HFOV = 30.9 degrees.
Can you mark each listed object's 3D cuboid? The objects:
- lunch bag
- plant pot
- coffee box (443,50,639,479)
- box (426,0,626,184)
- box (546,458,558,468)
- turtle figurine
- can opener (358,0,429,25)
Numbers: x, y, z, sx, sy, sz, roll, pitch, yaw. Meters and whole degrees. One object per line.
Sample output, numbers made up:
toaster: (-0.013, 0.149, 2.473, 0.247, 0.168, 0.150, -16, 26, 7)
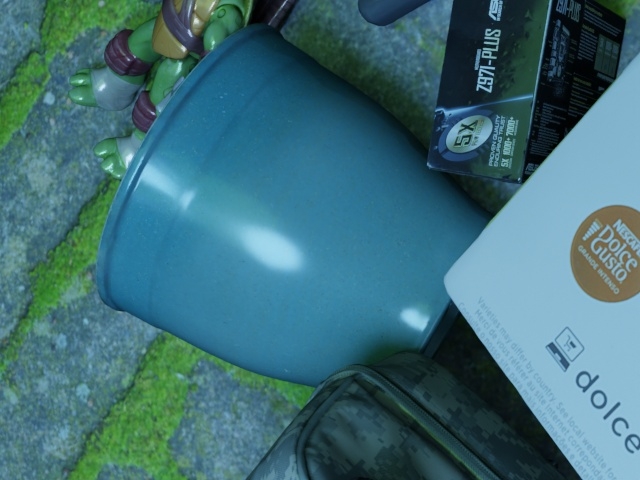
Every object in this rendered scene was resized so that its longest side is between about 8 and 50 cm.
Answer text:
lunch bag: (-0.002, 0.246, 0.754, 0.212, 0.256, 0.305, 44, 112, 21)
plant pot: (0.000, 0.000, 0.955, 0.255, 0.271, 0.272, 30, 105, 11)
coffee box: (0.346, 0.038, 0.630, 0.334, 0.338, 0.338, -51, 55, 24)
box: (0.162, -0.116, 0.891, 0.077, 0.180, 0.147, 12, 96, 29)
box: (0.084, 0.251, 0.980, 0.207, 0.108, 0.153, 3, 92, 30)
turtle figurine: (-0.172, -0.181, 1.051, 0.198, 0.275, 0.266, 40, 133, 0)
can opener: (0.133, -0.276, 0.956, 0.283, 0.095, 0.076, -27, 76, 27)
